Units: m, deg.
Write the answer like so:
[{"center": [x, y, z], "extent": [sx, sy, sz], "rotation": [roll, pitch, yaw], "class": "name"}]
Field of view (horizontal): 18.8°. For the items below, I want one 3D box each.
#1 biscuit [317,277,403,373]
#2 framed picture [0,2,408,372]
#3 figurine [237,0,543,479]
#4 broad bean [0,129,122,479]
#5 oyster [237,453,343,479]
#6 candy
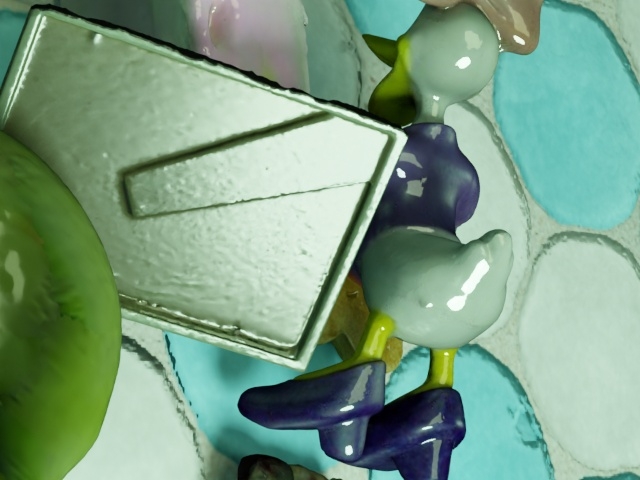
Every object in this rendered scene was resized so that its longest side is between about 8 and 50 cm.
[{"center": [0.000, 0.000, 1.495], "extent": [0.225, 0.036, 0.166], "rotation": [46, 58, -25], "class": "biscuit"}, {"center": [-0.095, -0.030, 1.267], "extent": [0.265, 0.192, 0.018], "rotation": [18, 20, -18], "class": "framed picture"}, {"center": [0.068, -0.033, 1.409], "extent": [0.154, 0.193, 0.421], "rotation": [18, 69, -34], "class": "figurine"}, {"center": [-0.230, 0.065, 1.166], "extent": [0.238, 0.119, 0.291], "rotation": [-7, 92, -32], "class": "broad bean"}, {"center": [-0.012, 0.335, 1.360], "extent": [0.221, 0.096, 0.361], "rotation": [27, 59, -30], "class": "oyster"}, {"center": [-0.100, -0.192, 1.357], "extent": [0.115, 0.155, 0.265], "rotation": [2, 78, -42], "class": "candy"}]
